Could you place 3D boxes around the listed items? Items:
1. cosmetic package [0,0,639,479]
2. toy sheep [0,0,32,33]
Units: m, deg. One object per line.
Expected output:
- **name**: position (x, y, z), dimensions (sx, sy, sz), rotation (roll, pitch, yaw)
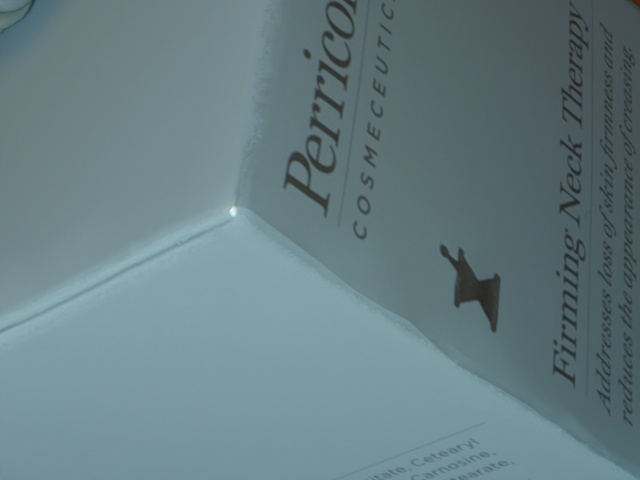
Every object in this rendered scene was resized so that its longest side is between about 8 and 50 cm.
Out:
- **cosmetic package**: position (0.000, 0.000, 0.936), dimensions (0.327, 0.393, 0.329), rotation (-25, 45, 38)
- **toy sheep**: position (-0.194, -0.146, 0.870), dimensions (0.132, 0.091, 0.091), rotation (-19, 48, 36)
